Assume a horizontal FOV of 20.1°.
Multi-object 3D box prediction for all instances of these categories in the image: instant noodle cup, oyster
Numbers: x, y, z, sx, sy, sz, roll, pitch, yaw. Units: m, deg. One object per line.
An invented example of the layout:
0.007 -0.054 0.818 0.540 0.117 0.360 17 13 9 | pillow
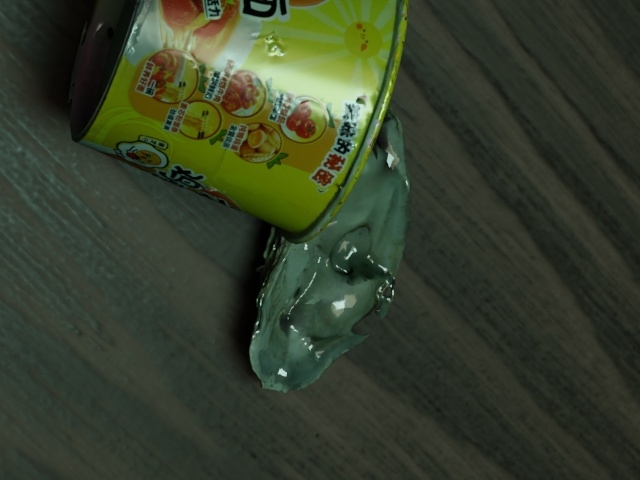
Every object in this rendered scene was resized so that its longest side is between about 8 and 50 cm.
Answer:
-0.071 -0.147 1.414 0.200 0.264 0.264 17 94 -19 | instant noodle cup
0.002 0.001 1.558 0.199 0.087 0.252 -25 118 -27 | oyster
